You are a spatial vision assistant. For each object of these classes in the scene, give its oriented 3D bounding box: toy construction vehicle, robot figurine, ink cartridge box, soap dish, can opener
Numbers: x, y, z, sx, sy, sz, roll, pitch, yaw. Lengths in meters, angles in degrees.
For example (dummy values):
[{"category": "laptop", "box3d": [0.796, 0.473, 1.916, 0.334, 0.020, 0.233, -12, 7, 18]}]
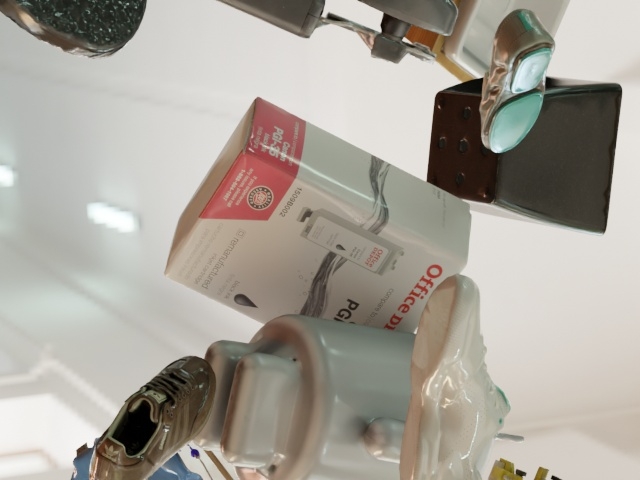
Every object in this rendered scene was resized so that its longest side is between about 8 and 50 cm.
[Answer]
[{"category": "toy construction vehicle", "box3d": [0.182, 0.247, 1.739, 0.098, 0.035, 0.086, 25, -91, 45]}, {"category": "robot figurine", "box3d": [0.040, 0.190, 1.974, 0.300, 0.354, 0.199, 23, -80, 59]}, {"category": "ink cartridge box", "box3d": [0.000, 0.000, 2.063, 0.207, 0.283, 0.117, -55, -165, 33]}, {"category": "soap dish", "box3d": [0.241, -0.347, 2.565, 0.118, 0.229, 0.290, 18, -97, 38]}, {"category": "can opener", "box3d": [-0.013, -0.239, 1.729, 0.076, 0.283, 0.095, -108, -139, -81]}]

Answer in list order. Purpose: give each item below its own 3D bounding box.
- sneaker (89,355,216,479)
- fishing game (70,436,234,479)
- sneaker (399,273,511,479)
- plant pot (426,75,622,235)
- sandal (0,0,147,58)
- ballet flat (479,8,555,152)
[{"category": "sneaker", "box3d": [-0.148, 0.161, 1.724, 0.188, 0.066, 0.071, -54, 166, -44]}, {"category": "fishing game", "box3d": [-0.195, 0.291, 2.042, 0.189, 0.041, 0.264, 50, -58, 1]}, {"category": "sneaker", "box3d": [0.133, 0.133, 1.690, 0.080, 0.094, 0.212, -122, -141, -70]}, {"category": "plant pot", "box3d": [0.236, -0.110, 2.258, 0.188, 0.167, 0.187, 13, -80, 51]}, {"category": "sandal", "box3d": [-0.328, -0.314, 1.584, 0.446, 0.167, 0.107, 42, -38, 0]}, {"category": "ballet flat", "box3d": [0.211, -0.179, 2.033, 0.213, 0.072, 0.068, 101, -33, -60]}]
